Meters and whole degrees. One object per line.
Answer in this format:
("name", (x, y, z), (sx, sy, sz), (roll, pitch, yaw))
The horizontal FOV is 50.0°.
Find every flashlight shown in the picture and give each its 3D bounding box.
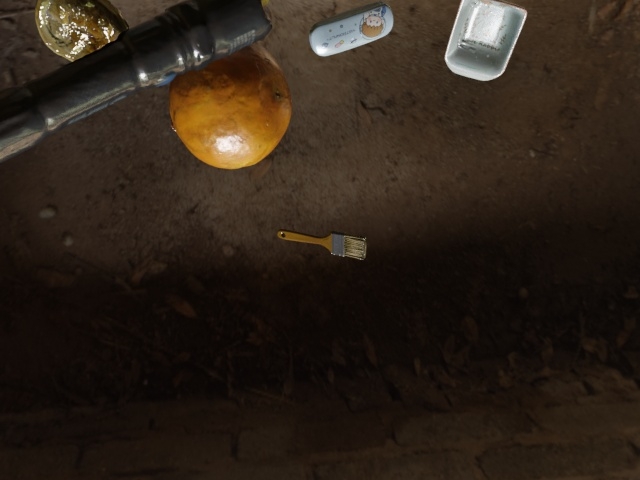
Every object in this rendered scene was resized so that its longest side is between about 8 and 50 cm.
("flashlight", (-0.259, -0.225, 0.903), (0.424, 0.103, 0.103), (-33, 113, -19))

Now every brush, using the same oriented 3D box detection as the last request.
("brush", (0.000, 0.000, 1.165), (0.169, 0.014, 0.043), (10, 113, 25))

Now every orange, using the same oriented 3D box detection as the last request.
("orange", (-0.187, -0.294, 1.466), (0.226, 0.284, 0.284), (-2, 116, 31))

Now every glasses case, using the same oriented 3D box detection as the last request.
("glasses case", (0.062, -0.423, 1.371), (0.178, 0.045, 0.067), (-22, 129, -10))

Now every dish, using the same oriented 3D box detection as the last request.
("dish", (0.392, -0.494, 1.657), (0.154, 0.064, 0.234), (16, 143, 4))

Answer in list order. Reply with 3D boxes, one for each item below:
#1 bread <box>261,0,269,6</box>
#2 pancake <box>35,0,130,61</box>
("bread", (-0.252, -0.586, 1.491), (0.236, 0.198, 0.264), (-36, 80, 46))
("pancake", (-0.330, -0.295, 0.951), (0.139, 0.022, 0.140), (4, 138, 4))
